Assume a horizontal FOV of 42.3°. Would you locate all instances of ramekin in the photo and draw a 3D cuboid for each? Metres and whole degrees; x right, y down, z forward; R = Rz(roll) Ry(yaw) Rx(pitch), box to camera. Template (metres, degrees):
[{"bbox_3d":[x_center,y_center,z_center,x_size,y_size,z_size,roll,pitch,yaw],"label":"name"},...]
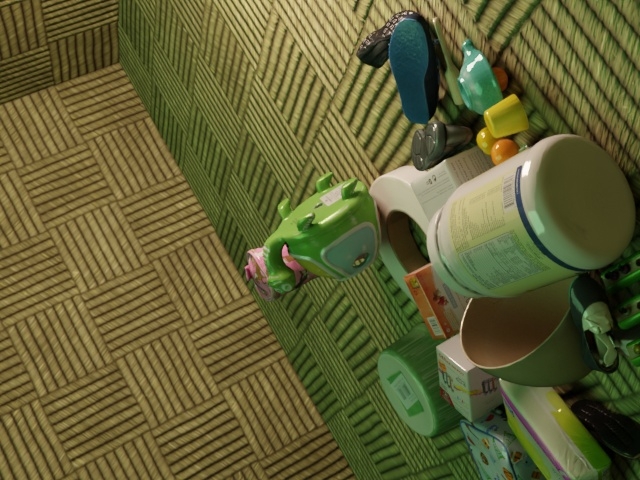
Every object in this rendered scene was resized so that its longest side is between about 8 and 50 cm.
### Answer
[{"bbox_3d":[0.292,0.398,2.312,0.303,0.148,0.303,49,154,34],"label":"ramekin"}]

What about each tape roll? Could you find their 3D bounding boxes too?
[{"bbox_3d":[0.253,0.003,2.066,0.392,0.072,0.392,48,153,34],"label":"tape roll"}]

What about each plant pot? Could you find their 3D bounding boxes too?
[{"bbox_3d":[0.441,0.175,1.611,0.191,0.284,0.284,38,168,-22],"label":"plant pot"}]

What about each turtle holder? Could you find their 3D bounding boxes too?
[{"bbox_3d":[0.015,-0.004,2.086,0.243,0.320,0.227,-3,125,51],"label":"turtle holder"}]

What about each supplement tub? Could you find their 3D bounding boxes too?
[{"bbox_3d":[0.363,-0.028,1.478,0.325,0.235,0.235,-31,85,57],"label":"supplement tub"}]

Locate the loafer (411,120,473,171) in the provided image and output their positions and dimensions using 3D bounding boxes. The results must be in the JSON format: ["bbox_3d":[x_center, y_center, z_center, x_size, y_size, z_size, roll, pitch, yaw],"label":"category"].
[{"bbox_3d":[0.259,-0.203,1.796,0.267,0.084,0.096,171,96,-85],"label":"loafer"}]

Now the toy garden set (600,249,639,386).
[{"bbox_3d":[0.560,0.116,1.331,0.204,0.049,0.244,-43,50,47],"label":"toy garden set"}]

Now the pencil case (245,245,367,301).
[{"bbox_3d":[-0.017,0.029,2.285,0.160,0.386,0.167,60,160,14],"label":"pencil case"}]

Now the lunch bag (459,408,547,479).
[{"bbox_3d":[0.481,0.572,2.126,0.243,0.115,0.303,15,128,66],"label":"lunch bag"}]

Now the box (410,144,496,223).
[{"bbox_3d":[0.310,-0.089,1.761,0.182,0.119,0.181,64,159,3],"label":"box"}]

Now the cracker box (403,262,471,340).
[{"bbox_3d":[0.317,0.097,1.798,0.155,0.232,0.067,64,158,1],"label":"cracker box"}]

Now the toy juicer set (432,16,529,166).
[{"bbox_3d":[0.322,-0.275,1.596,0.209,0.089,0.329,63,-176,-51],"label":"toy juicer set"}]

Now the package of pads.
[{"bbox_3d":[0.510,0.436,1.804,0.296,0.101,0.229,58,174,42],"label":"package of pads"}]

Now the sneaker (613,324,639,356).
[{"bbox_3d":[0.623,0.226,1.409,0.292,0.108,0.169,-8,104,67],"label":"sneaker"}]

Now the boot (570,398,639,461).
[{"bbox_3d":[0.614,0.430,1.727,0.137,0.077,0.198,68,172,-23],"label":"boot"}]

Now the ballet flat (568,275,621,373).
[{"bbox_3d":[0.482,0.153,1.429,0.074,0.074,0.203,32,148,54],"label":"ballet flat"}]

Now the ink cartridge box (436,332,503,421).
[{"bbox_3d":[0.379,0.330,2.063,0.128,0.127,0.176,38,146,49],"label":"ink cartridge box"}]

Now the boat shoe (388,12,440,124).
[{"bbox_3d":[0.199,-0.366,1.724,0.109,0.089,0.258,21,144,23],"label":"boat shoe"}]

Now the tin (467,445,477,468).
[{"bbox_3d":[0.455,0.585,2.305,0.106,0.040,0.189,24,135,65],"label":"tin"}]

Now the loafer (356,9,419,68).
[{"bbox_3d":[0.161,-0.435,1.801,0.078,0.076,0.223,32,159,-18],"label":"loafer"}]
